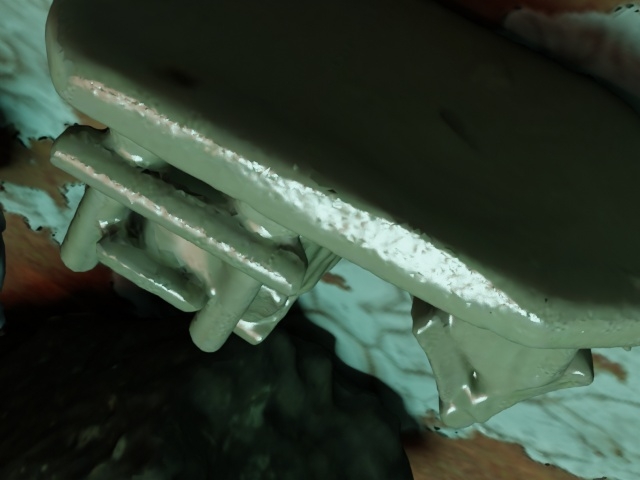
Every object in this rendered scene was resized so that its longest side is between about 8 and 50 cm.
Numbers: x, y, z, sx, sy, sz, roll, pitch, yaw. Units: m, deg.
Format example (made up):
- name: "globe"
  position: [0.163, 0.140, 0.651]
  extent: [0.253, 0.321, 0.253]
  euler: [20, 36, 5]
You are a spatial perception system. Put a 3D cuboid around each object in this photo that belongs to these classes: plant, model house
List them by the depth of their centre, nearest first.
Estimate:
- name: "model house"
  position: [0.004, -0.008, 0.672]
  extent: [0.229, 0.122, 0.188]
  euler: [26, 149, -5]
- name: "plant"
  position: [-0.103, 0.143, 0.885]
  extent: [0.276, 0.188, 0.199]
  euler: [-14, 129, 43]

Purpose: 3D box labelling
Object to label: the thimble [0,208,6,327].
- name: "thimble"
  position: [-0.256, 0.013, 0.791]
  extent: [0.236, 0.205, 0.172]
  euler: [-22, 133, 26]
